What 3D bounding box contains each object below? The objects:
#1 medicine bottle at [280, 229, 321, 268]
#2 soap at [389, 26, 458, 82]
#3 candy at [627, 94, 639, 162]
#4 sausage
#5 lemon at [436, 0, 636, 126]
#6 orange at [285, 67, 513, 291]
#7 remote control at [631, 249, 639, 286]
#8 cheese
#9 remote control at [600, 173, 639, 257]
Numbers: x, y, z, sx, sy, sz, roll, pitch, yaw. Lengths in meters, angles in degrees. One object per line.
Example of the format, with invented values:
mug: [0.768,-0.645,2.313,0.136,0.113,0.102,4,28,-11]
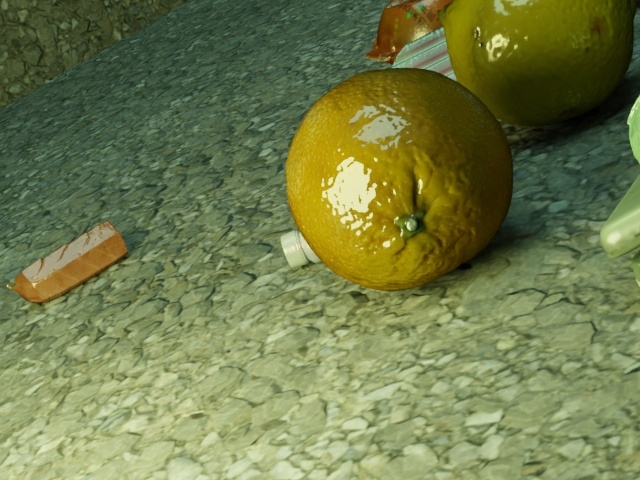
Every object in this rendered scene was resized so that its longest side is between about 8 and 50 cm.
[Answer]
medicine bottle: [0.000,0.000,1.644,0.089,0.052,0.052,-19,22,9]
soap: [0.174,-0.256,1.998,0.149,0.056,0.100,-28,65,-9]
candy: [0.419,-0.134,1.356,0.119,0.119,0.440,-9,7,32]
sausage: [-0.358,0.037,1.894,0.169,0.065,0.065,-32,24,-20]
lemon: [0.292,-0.267,1.747,0.254,0.228,0.228,-18,22,9]
orange: [0.086,-0.066,1.478,0.264,0.264,0.264,-20,22,8]
remote control: [0.445,-0.051,1.312,0.335,0.065,0.128,-36,22,-28]
cheese: [0.219,-0.365,2.163,0.329,0.129,0.217,-31,24,-19]
remote control: [0.349,-0.056,1.358,0.090,0.038,0.309,-33,3,30]
